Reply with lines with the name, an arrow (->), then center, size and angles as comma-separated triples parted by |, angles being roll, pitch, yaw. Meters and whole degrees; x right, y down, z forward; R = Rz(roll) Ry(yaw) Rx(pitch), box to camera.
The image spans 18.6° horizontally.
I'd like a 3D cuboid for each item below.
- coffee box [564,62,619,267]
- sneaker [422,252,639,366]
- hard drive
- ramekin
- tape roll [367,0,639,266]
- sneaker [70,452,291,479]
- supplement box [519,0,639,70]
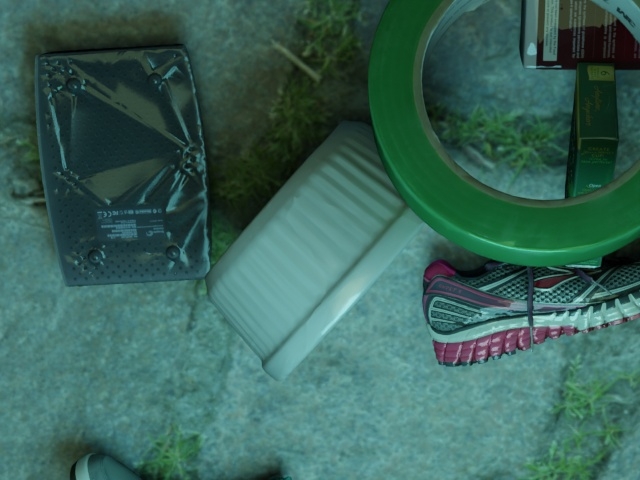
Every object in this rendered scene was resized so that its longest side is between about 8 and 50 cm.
coffee box -> 0.267, -0.075, 1.938 | 0.040, 0.113, 0.184 | 3, 139, 4
sneaker -> 0.252, 0.044, 2.021 | 0.299, 0.121, 0.112 | -16, 92, 2
hard drive -> -0.200, -0.080, 2.014 | 0.172, 0.054, 0.255 | -4, 112, 3
ramekin -> 0.000, 0.000, 1.937 | 0.127, 0.273, 0.273 | 42, 108, 0
tape roll -> 0.204, -0.139, 1.807 | 0.321, 0.077, 0.321 | -1, 78, 3
sneaker -> -0.117, 0.303, 2.127 | 0.178, 0.124, 0.295 | -37, 114, 20
supplement box -> 0.319, -0.238, 1.925 | 0.239, 0.073, 0.130 | 1, 112, 2
